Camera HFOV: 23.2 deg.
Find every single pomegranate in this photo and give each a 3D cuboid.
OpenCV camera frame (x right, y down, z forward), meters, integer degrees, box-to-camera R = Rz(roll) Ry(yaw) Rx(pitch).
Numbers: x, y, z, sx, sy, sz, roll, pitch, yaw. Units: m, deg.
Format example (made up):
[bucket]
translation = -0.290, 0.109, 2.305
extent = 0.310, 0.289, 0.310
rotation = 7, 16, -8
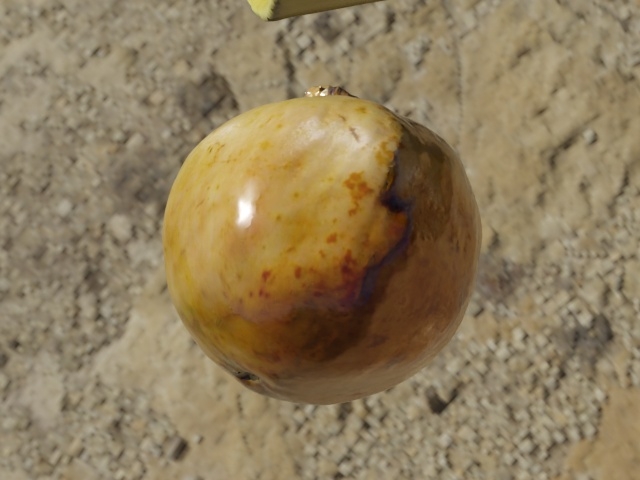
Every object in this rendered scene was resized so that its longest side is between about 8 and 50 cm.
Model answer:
[pomegranate]
translation = 0.000, 0.000, 1.125
extent = 0.248, 0.248, 0.248
rotation = -15, 55, 23

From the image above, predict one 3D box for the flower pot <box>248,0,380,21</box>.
[flower pot]
translation = 0.061, -0.156, 0.350
extent = 0.179, 0.195, 0.195
rotation = -8, 53, -8
